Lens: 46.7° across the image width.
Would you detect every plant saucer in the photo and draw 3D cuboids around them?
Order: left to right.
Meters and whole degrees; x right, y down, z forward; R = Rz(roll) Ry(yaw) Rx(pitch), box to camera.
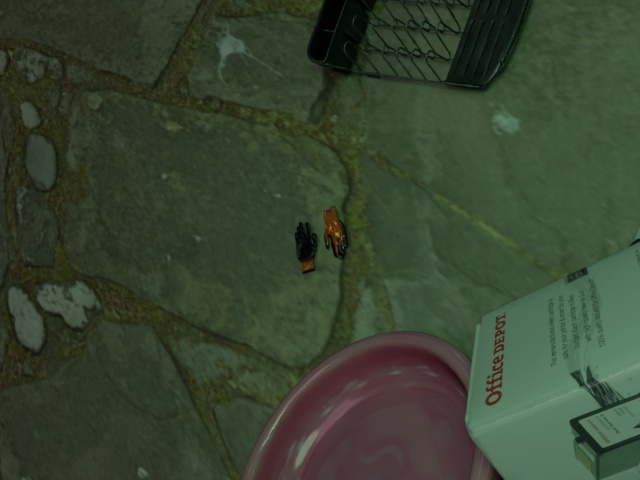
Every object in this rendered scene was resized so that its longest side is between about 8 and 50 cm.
[{"bbox_3d":[0.053,0.255,0.788,0.332,0.084,0.332,-32,33,24],"label":"plant saucer"}]

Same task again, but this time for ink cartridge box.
[{"bbox_3d":[0.279,0.101,0.657,0.273,0.198,0.114,-31,103,26],"label":"ink cartridge box"}]

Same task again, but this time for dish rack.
[{"bbox_3d":[0.131,-0.301,0.959,0.272,0.074,0.208,18,89,37],"label":"dish rack"}]

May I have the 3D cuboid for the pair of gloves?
[{"bbox_3d":[0.000,0.000,1.006,0.083,0.010,0.074,-25,65,30],"label":"pair of gloves"}]

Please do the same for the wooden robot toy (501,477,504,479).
[{"bbox_3d":[0.227,0.247,0.761,0.173,0.076,0.079,-38,94,20],"label":"wooden robot toy"}]

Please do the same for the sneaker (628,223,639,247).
[{"bbox_3d":[0.345,-0.015,0.758,0.109,0.040,0.044,-50,39,9],"label":"sneaker"}]
